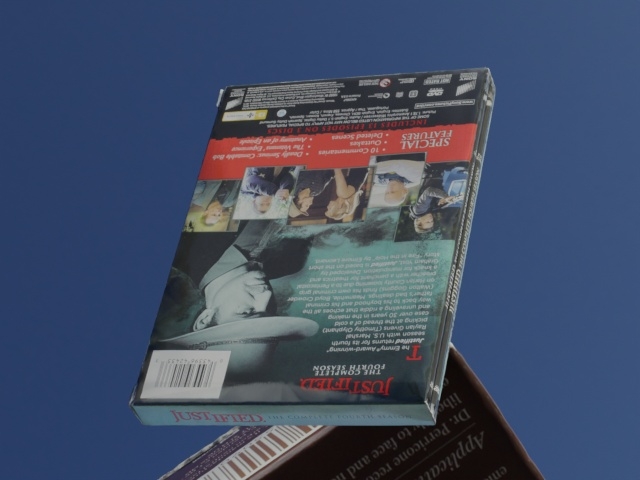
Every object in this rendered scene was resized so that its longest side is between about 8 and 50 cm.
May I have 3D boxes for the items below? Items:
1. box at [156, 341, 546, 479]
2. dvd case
[{"bbox_3d":[0.033,0.171,0.875,0.168,0.167,0.203,-33,-86,-9],"label":"box"},{"bbox_3d":[0.000,0.000,0.513,0.013,0.087,0.119,65,-151,-46],"label":"dvd case"}]
